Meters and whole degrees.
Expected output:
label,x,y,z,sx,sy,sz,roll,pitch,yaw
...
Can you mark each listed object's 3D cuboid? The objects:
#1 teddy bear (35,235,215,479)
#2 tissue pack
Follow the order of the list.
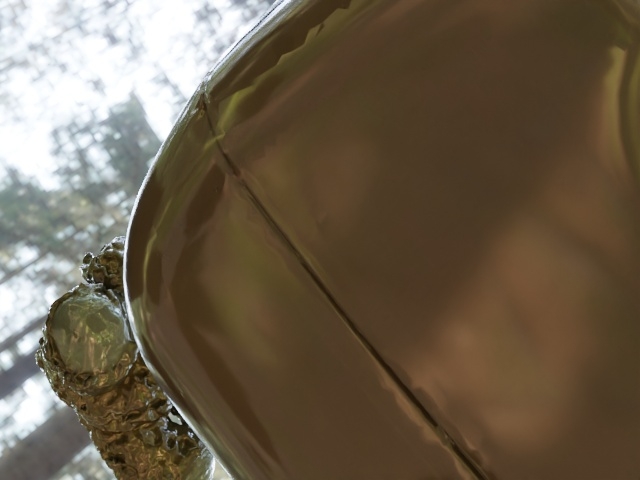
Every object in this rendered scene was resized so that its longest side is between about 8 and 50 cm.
label,x,y,z,sx,sy,sz,roll,pitch,yaw
teddy bear,-0.120,0.066,1.123,0.156,0.256,0.267,32,-28,40
tissue pack,0.109,0.053,0.534,0.387,0.267,0.277,46,-68,-5
